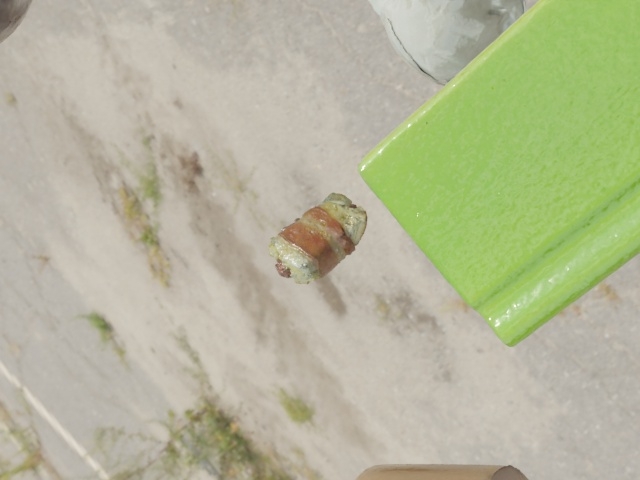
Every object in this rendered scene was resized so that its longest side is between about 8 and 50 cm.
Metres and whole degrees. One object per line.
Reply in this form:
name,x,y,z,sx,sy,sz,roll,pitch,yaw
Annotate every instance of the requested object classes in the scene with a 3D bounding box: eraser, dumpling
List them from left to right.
dumpling,0.254,-0.434,1.747,0.260,0.181,0.341,-30,93,37
eraser,0.195,-0.076,0.732,0.274,0.092,0.210,-39,90,19

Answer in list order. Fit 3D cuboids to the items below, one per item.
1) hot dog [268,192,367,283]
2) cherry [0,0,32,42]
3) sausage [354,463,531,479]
hot dog,0.000,0.000,1.803,0.146,0.213,0.103,49,167,37
cherry,-0.399,-0.302,0.884,0.218,0.296,0.255,-98,3,-61
sausage,0.147,0.352,1.178,0.253,0.123,0.123,-13,109,44
